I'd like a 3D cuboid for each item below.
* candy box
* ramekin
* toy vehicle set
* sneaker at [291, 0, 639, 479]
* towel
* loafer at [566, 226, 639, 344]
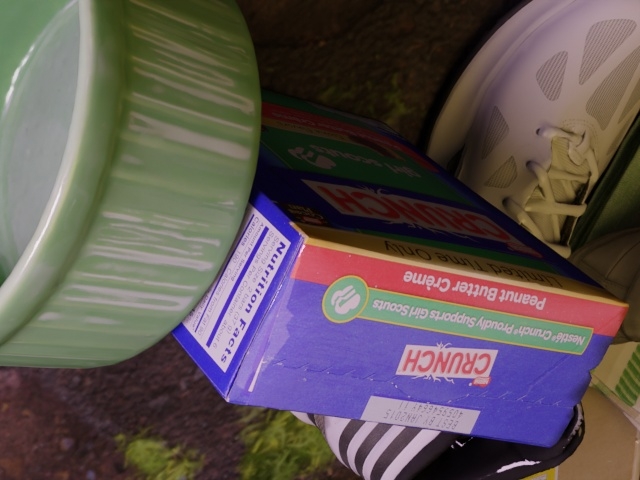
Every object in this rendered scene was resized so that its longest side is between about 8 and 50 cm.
[{"bbox_3d":[0.000,0.000,1.169,0.268,0.317,0.122,13,110,-36],"label":"candy box"},{"bbox_3d":[-0.175,-0.064,1.046,0.148,0.303,0.303,13,110,-44],"label":"ramekin"},{"bbox_3d":[0.178,0.196,1.579,0.267,0.035,0.166,-15,124,-24],"label":"toy vehicle set"},{"bbox_3d":[0.171,0.019,1.324,0.169,0.257,0.447,28,100,-39],"label":"sneaker"},{"bbox_3d":[0.324,0.053,1.556,0.325,0.038,0.248,38,80,-39],"label":"towel"},{"bbox_3d":[0.340,0.008,1.458,0.319,0.111,0.112,-28,119,-29],"label":"loafer"}]
